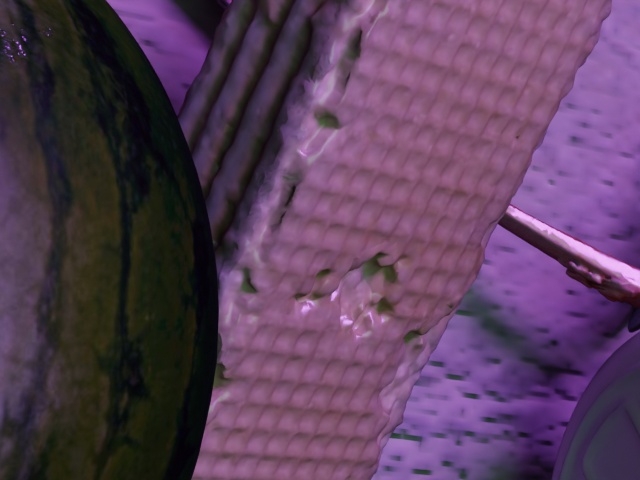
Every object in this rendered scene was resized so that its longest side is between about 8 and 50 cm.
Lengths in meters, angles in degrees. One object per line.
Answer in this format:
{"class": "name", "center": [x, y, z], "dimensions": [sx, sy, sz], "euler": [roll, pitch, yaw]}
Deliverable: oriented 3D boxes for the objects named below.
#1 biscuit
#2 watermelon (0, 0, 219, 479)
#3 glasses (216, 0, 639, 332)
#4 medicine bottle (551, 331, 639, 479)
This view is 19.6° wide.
{"class": "biscuit", "center": [0.000, 0.000, 0.555], "dimensions": [0.108, 0.062, 0.239], "euler": [11, 111, -44]}
{"class": "watermelon", "center": [-0.142, 0.020, 0.442], "dimensions": [0.242, 0.242, 0.242], "euler": [-1, 92, -27]}
{"class": "glasses", "center": [0.083, -0.120, 0.664], "dimensions": [0.268, 0.118, 0.234], "euler": [30, 79, -4]}
{"class": "medicine bottle", "center": [0.285, 0.109, 0.656], "dimensions": [0.395, 0.242, 0.242], "euler": [8, 88, -27]}
